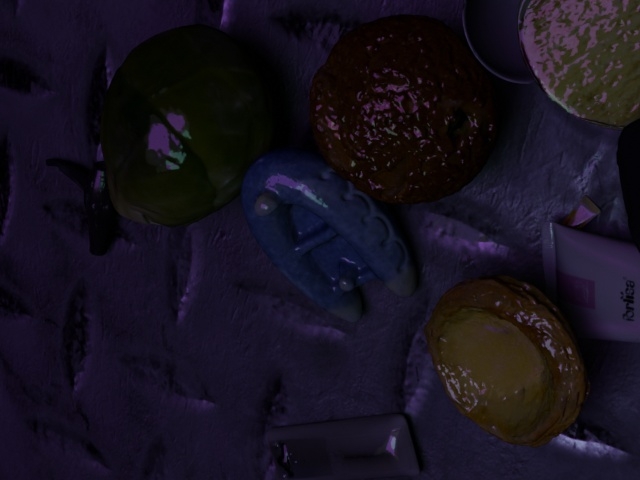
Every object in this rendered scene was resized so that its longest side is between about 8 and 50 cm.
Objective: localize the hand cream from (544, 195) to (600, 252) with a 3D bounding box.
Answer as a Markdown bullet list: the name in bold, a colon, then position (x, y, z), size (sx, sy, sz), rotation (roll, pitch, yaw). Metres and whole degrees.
- **hand cream**: position (0.370, -0.020, 1.654), size (0.035, 0.022, 0.102), rotation (51, 119, 21)

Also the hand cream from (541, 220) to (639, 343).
- **hand cream**: position (0.472, 0.079, 1.563), size (0.359, 0.118, 0.185), rotation (8, 113, 38)

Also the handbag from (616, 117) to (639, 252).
- **handbag**: position (0.485, -0.037, 1.425), size (0.181, 0.254, 0.181), rotation (-19, 132, 20)

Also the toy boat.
- **toy boat**: position (0.000, 0.000, 1.786), size (0.215, 0.123, 0.330), rotation (-25, 110, 36)

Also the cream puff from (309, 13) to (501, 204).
- **cream puff**: position (0.107, -0.179, 1.637), size (0.303, 0.212, 0.303), rotation (39, 149, 29)

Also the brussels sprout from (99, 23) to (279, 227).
- **brussels sprout**: position (-0.233, -0.175, 1.861), size (0.289, 0.281, 0.354), rotation (49, 132, 15)

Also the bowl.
- **bowl**: position (0.273, -0.315, 1.587), size (0.086, 0.189, 0.189), rotation (-170, 68, -73)

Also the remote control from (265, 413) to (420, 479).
- **remote control**: position (0.029, 0.375, 1.954), size (0.313, 0.055, 0.109), rotation (-13, 94, 35)

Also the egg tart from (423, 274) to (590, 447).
- **egg tart**: position (0.292, 0.169, 1.668), size (0.294, 0.123, 0.294), rotation (30, 135, 36)

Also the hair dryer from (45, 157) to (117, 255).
- **hair dryer**: position (-0.472, -0.097, 2.176), size (0.219, 0.075, 0.195), rotation (36, 128, 33)

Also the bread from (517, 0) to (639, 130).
- **bread**: position (0.420, -0.296, 1.501), size (0.301, 0.045, 0.301), rotation (3, 101, 15)
